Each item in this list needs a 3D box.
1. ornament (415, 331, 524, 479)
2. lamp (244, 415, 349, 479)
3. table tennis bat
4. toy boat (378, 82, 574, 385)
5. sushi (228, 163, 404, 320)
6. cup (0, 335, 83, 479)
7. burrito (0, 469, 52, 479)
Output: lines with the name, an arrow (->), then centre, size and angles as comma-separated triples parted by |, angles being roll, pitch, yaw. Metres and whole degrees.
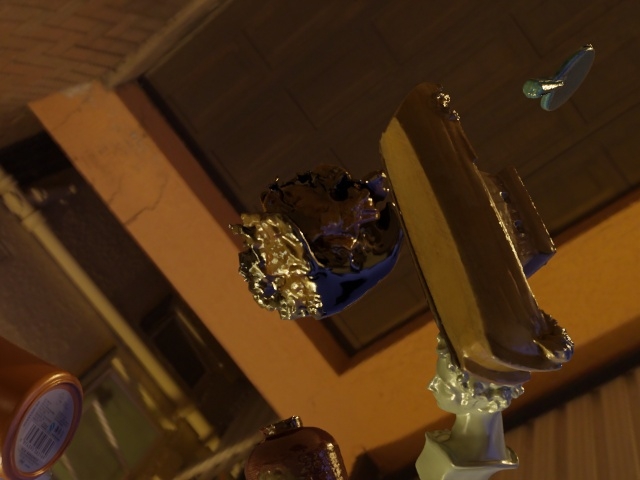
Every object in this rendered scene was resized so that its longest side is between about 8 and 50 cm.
ornament -> 0.211, 0.243, 1.059 | 0.130, 0.285, 0.120 | -7, -155, -18
lamp -> -0.036, 0.426, 1.292 | 0.180, 0.257, 0.180 | -15, 165, -4
table tennis bat -> 0.392, -0.262, 1.275 | 0.201, 0.033, 0.124 | -22, 145, -45
toy boat -> 0.152, -0.017, 0.756 | 0.122, 0.321, 0.089 | -9, 155, -21
sushi -> -0.001, -0.006, 1.146 | 0.213, 0.200, 0.204 | 11, -139, 34
cup -> -0.430, 0.180, 0.884 | 0.226, 0.264, 0.182 | -34, 137, -63
burrito -> -0.623, 0.307, 1.271 | 0.101, 0.445, 0.138 | -4, -122, 40
